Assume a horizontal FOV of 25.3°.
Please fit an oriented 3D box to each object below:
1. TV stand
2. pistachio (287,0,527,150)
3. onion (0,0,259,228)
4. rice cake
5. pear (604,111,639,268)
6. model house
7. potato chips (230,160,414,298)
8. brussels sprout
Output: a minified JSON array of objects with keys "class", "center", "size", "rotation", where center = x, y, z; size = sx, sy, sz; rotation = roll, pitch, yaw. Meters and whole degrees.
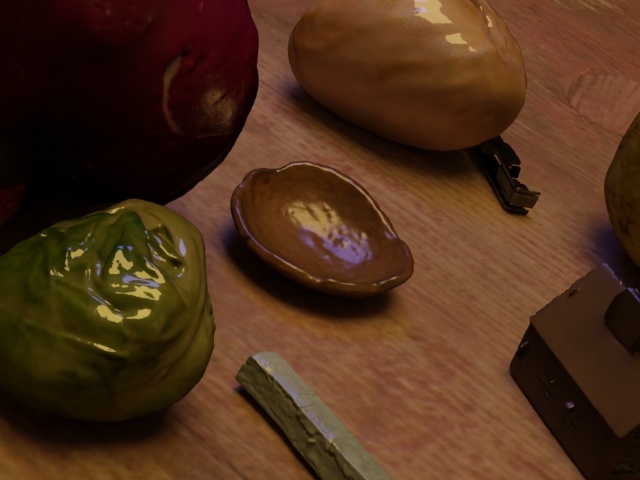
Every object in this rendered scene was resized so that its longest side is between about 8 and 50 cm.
[{"class":"TV stand","center":[0.227,-0.117,1.864],"size":[0.036,0.042,0.249],"rotation":[7,33,-19]},{"class":"pistachio","center":[0.116,-0.233,1.809],"size":[0.309,0.230,0.230],"rotation":[14,27,21]},{"class":"onion","center":[-0.282,-0.143,1.316],"size":[0.398,0.398,0.420],"rotation":[29,57,12]},{"class":"rice cake","center":[0.011,0.185,1.244],"size":[0.045,0.042,0.245],"rotation":[6,31,-48]},{"class":"pear","center":[0.489,-0.056,1.707],"size":[0.304,0.304,0.304],"rotation":[16,31,-10]},{"class":"model house","center":[0.333,0.091,1.397],"size":[0.176,0.248,0.181],"rotation":[3,36,-29]},{"class":"potato chips","center":[-0.001,0.000,1.514],"size":[0.208,0.062,0.195],"rotation":[24,36,2]},{"class":"brussels sprout","center":[-0.192,0.061,1.213],"size":[0.223,0.161,0.223],"rotation":[-3,25,1]}]
